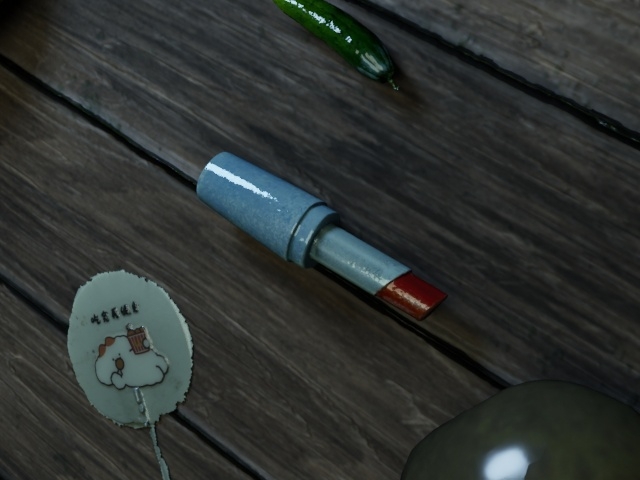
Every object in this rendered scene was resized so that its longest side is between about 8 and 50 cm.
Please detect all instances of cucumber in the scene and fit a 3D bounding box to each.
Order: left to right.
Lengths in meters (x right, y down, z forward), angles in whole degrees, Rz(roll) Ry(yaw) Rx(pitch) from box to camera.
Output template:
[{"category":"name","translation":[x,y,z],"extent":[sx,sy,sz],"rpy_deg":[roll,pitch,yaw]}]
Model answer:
[{"category":"cucumber","translation":[0.019,-0.195,0.862],"extent":[0.168,0.039,0.039],"rpy_deg":[40,114,21]}]

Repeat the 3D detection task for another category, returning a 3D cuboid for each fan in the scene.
[{"category":"fan","translation":[-0.205,0.193,1.059],"extent":[0.190,0.009,0.329],"rpy_deg":[-17,88,29]}]

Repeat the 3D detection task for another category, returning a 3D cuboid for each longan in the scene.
[{"category":"longan","translation":[0.176,0.229,0.740],"extent":[0.248,0.248,0.248],"rpy_deg":[4,99,28]}]

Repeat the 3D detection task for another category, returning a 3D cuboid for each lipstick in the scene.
[{"category":"lipstick","translation":[0.000,0.000,0.887],"extent":[0.274,0.061,0.068],"rpy_deg":[31,109,22]}]

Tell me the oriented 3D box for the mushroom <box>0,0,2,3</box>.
[{"category":"mushroom","translation":[-0.470,-0.335,1.007],"extent":[0.243,0.243,0.244],"rpy_deg":[4,99,28]}]
